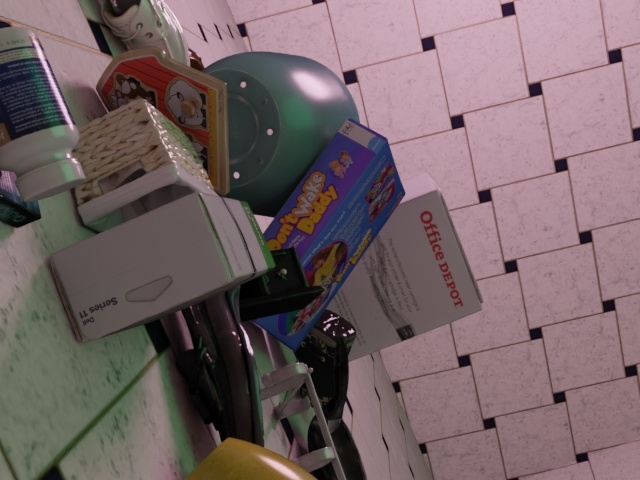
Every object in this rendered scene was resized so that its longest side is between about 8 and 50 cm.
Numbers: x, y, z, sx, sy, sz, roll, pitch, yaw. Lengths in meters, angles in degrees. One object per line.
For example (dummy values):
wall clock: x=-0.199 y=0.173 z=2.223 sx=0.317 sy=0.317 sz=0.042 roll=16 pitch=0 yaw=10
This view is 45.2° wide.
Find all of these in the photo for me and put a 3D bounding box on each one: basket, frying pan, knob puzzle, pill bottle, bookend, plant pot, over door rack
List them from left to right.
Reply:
pill bottle: x=-0.225 y=-0.093 z=0.581 sx=0.067 sy=0.067 sz=0.120 roll=-49 pitch=117 yaw=-83
basket: x=-0.193 y=-0.068 z=0.842 sx=0.103 sy=0.113 sz=0.167 roll=65 pitch=4 yaw=14
knob puzzle: x=-0.202 y=-0.150 z=0.944 sx=0.030 sy=0.213 sz=0.213 roll=-52 pitch=129 yaw=-38
plant pot: x=-0.079 y=0.245 z=0.729 sx=0.095 sy=0.134 sz=0.134 roll=45 pitch=3 yaw=8
bookend: x=-0.099 y=0.027 z=1.076 sx=0.072 sy=0.157 sz=0.156 roll=-44 pitch=-120 yaw=52
plant pot: x=-0.105 y=-0.178 z=1.269 sx=0.293 sy=0.293 sz=0.235 roll=68 pitch=19 yaw=4
over door rack: x=-0.026 y=0.318 z=1.047 sx=0.324 sy=0.108 sz=0.240 roll=94 pitch=-22 yaw=-69
frying pan: x=0.033 y=0.323 z=1.204 sx=0.326 sy=0.053 sz=0.197 roll=98 pitch=-29 yaw=-48

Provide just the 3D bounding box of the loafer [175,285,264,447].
loafer: x=-0.134 y=0.122 z=0.893 sx=0.109 sy=0.095 sz=0.303 roll=115 pitch=-33 yaw=-55

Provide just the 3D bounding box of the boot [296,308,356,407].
boot: x=-0.032 y=0.200 z=1.439 sx=0.236 sy=0.085 sz=0.179 roll=30 pitch=-57 yaw=44

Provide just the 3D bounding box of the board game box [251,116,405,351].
board game box: x=0.000 y=0.000 z=1.266 sx=0.078 sy=0.347 sz=0.233 roll=33 pitch=-9 yaw=21

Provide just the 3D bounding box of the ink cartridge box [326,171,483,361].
ink cartridge box: x=0.103 y=0.068 z=1.616 sx=0.166 sy=0.394 sz=0.285 roll=-94 pitch=162 yaw=-70

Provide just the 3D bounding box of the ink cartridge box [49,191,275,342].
ink cartridge box: x=-0.142 y=0.023 z=0.749 sx=0.208 sy=0.153 sz=0.087 roll=-3 pitch=70 yaw=-85

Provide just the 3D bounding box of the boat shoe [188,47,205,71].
boat shoe: x=-0.252 y=-0.318 z=1.427 sx=0.207 sy=0.073 sz=0.073 roll=76 pitch=-9 yaw=-80

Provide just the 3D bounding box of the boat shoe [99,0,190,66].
boat shoe: x=-0.285 y=-0.341 z=1.153 sx=0.096 sy=0.098 sz=0.277 roll=-63 pitch=139 yaw=-51

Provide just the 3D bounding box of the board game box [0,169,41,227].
board game box: x=-0.281 y=-0.113 z=0.603 sx=0.126 sy=0.026 sz=0.186 roll=51 pitch=18 yaw=-69
